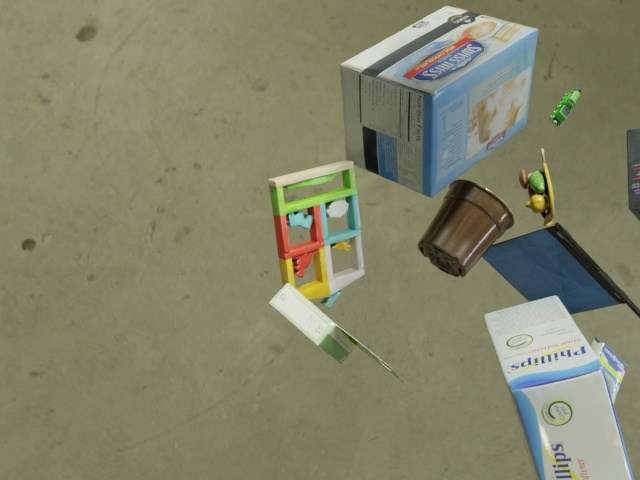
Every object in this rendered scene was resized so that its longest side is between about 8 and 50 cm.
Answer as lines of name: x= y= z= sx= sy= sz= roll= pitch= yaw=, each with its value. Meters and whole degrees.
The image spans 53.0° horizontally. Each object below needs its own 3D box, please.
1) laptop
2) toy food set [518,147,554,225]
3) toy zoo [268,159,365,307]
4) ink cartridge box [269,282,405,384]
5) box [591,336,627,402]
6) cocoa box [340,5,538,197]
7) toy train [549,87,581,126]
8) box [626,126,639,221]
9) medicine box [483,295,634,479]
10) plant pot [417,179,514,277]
laptop: x=0.698 y=0.161 z=1.790 sx=0.382 sy=0.236 sz=0.408 roll=39 pitch=18 yaw=-23
toy food set: x=0.541 y=-0.125 z=1.616 sx=0.071 sy=0.128 sz=0.218 roll=-7 pitch=35 yaw=16
toy zoo: x=0.000 y=0.000 z=1.297 sx=0.192 sy=0.293 sz=0.030 roll=-17 pitch=20 yaw=-32
ink cartridge box: x=0.032 y=0.181 z=1.123 sx=0.235 sy=0.171 sz=0.056 roll=39 pitch=84 yaw=25
box: x=0.717 y=0.347 z=1.636 sx=0.109 sy=0.042 sz=0.178 roll=41 pitch=64 yaw=-18
cocoa box: x=0.241 y=-0.289 z=1.297 sx=0.347 sy=0.231 sz=0.228 roll=-35 pitch=47 yaw=-30
toy train: x=0.309 y=-0.169 z=0.806 sx=0.017 sy=0.024 sz=0.083 roll=44 pitch=49 yaw=-1
box: x=1.025 y=-0.202 z=1.922 sx=0.143 sy=0.165 sz=0.270 roll=27 pitch=64 yaw=-43
medicine box: x=0.415 y=0.283 z=1.139 sx=0.149 sy=0.289 sz=0.263 roll=-18 pitch=106 yaw=11
plant pot: x=0.310 y=-0.018 z=1.414 sx=0.167 sy=0.167 sz=0.165 roll=35 pitch=77 yaw=12
